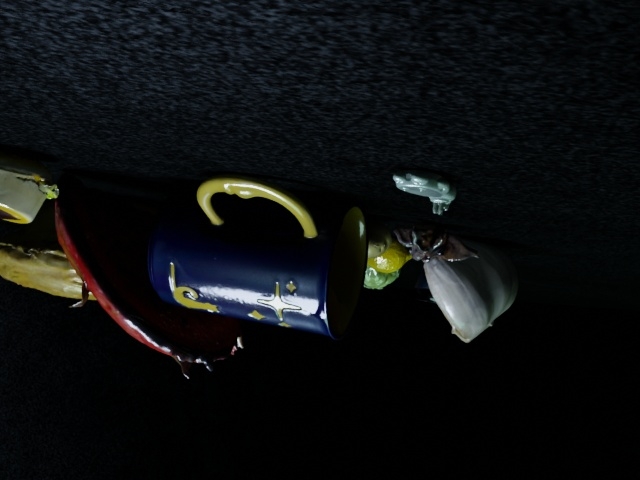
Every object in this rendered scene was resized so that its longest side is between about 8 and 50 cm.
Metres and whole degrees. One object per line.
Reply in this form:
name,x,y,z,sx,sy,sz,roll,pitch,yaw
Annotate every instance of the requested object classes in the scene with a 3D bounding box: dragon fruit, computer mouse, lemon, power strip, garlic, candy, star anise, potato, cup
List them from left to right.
dragon fruit,-0.247,0.072,1.438,0.343,0.100,0.282,33,-156,-39
cup,-0.084,-0.013,1.323,0.256,0.255,0.178,9,-146,17
candy,0.032,0.018,1.858,0.335,0.092,0.093,24,-159,-49
potato,0.044,0.002,1.500,0.091,0.070,0.138,-11,173,-39
lemon,0.115,0.024,1.774,0.092,0.065,0.065,7,176,-3
power strip,0.105,-0.048,1.014,0.055,0.035,0.083,4,172,37
star anise,0.158,0.008,1.489,0.124,0.056,0.129,21,169,-16
computer mouse,0.277,0.096,2.244,0.137,0.096,0.233,12,180,6
garlic,0.239,0.061,1.636,0.142,0.178,0.229,-25,-172,12

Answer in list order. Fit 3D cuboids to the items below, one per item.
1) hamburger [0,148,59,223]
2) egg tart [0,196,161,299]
hamburger,-0.393,-0.072,1.263,0.141,0.081,0.126,23,166,-28
egg tart,-0.368,0.019,1.785,0.443,0.178,0.443,10,176,1
